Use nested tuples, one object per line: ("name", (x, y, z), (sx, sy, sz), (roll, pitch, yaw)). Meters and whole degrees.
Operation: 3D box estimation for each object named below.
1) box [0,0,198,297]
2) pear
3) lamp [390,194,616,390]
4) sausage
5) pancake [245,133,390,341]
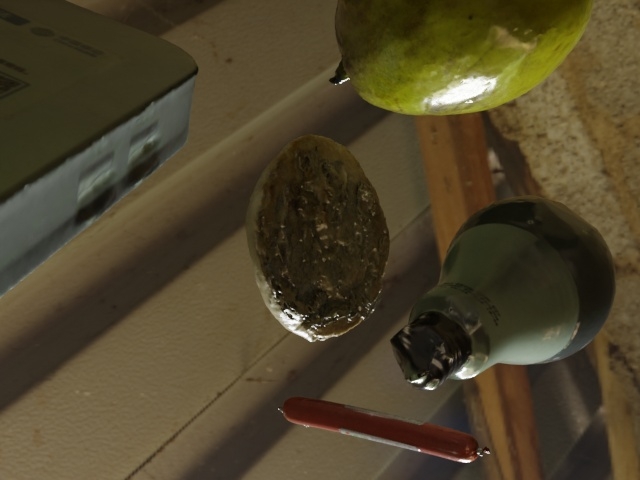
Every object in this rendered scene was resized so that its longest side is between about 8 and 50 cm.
("box", (-0.337, -0.117, 0.616), (0.395, 0.111, 0.396), (24, -147, 7))
("pear", (0.151, -0.285, 0.966), (0.287, 0.375, 0.287), (32, -138, -35))
("lamp", (0.172, 0.046, 0.840), (0.313, 0.182, 0.182), (-4, -94, -39))
("sausage", (0.059, 0.199, 0.872), (0.034, 0.253, 0.034), (-13, -75, -56))
("pancake", (0.001, 0.000, 1.046), (0.282, 0.049, 0.283), (0, -90, -52))
